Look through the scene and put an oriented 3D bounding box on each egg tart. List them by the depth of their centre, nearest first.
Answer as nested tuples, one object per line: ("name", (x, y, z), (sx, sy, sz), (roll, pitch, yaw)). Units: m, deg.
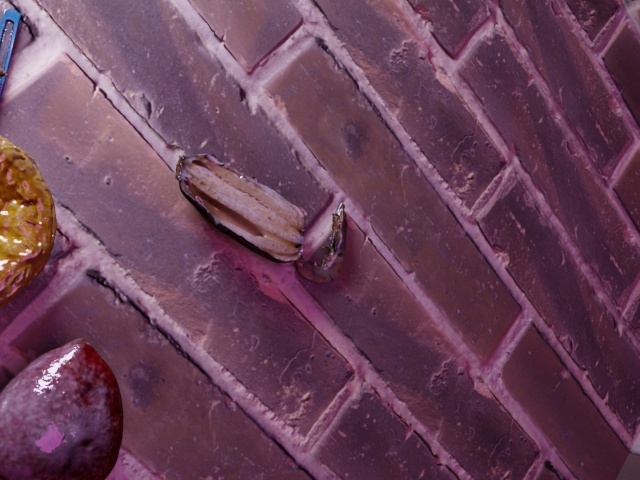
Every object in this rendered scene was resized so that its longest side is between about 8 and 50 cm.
("egg tart", (-0.616, -0.034, 1.220), (0.341, 0.129, 0.341), (2, 86, -33))

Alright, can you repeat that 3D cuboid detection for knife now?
("knife", (-0.591, -0.280, 1.301), (0.044, 0.026, 0.297), (13, 83, -20))

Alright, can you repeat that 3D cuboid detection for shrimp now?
("shrimp", (-0.002, 0.000, 1.670), (0.147, 0.035, 0.195), (11, 84, -30))

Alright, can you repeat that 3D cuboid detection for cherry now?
("cherry", (-0.458, 0.319, 1.269), (0.230, 0.203, 0.300), (20, 78, -27))

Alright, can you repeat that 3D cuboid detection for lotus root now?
("lotus root", (-0.179, -0.061, 1.537), (0.329, 0.078, 0.167), (35, 48, -25))

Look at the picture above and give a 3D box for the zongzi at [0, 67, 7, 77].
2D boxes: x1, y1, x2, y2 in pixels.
("zongzi", (-0.658, -0.269, 1.219), (0.197, 0.099, 0.195), (32, 72, -32))
